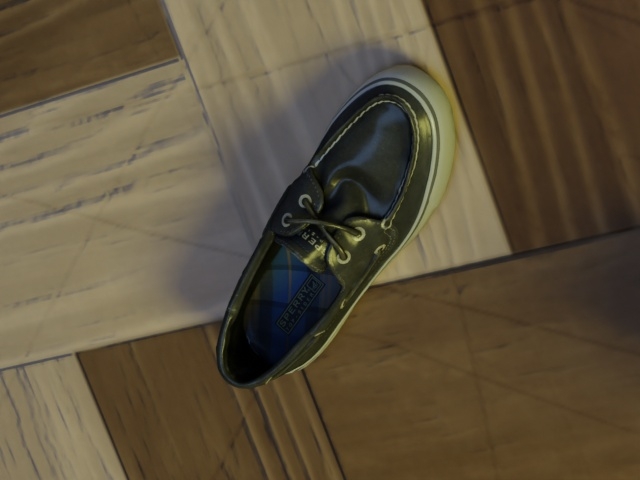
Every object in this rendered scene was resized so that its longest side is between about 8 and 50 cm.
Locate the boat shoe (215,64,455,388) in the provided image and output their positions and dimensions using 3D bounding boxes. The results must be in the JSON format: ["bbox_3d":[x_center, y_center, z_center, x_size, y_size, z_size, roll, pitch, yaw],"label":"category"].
[{"bbox_3d":[0.000,0.000,1.113,0.080,0.076,0.228,40,123,8],"label":"boat shoe"}]
